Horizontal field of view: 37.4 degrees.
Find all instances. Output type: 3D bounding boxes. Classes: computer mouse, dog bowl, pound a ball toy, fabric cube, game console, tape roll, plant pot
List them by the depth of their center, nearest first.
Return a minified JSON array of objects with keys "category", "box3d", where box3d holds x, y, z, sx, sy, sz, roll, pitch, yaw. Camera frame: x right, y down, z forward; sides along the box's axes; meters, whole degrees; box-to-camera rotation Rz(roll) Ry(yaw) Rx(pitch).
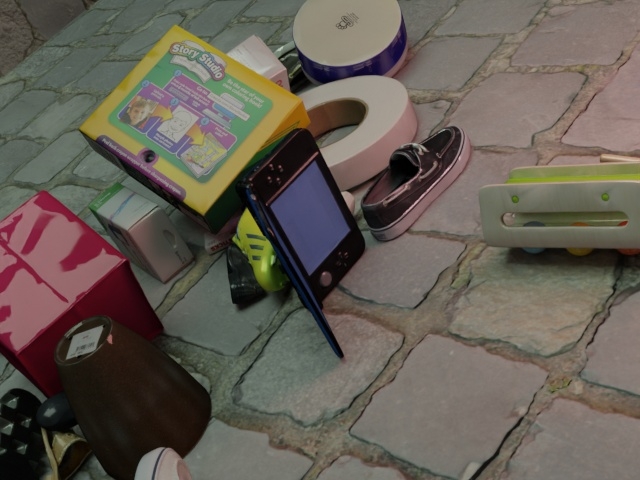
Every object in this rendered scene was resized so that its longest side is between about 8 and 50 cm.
[{"category":"pound a ball toy","box3d":[0.443,-0.053,1.490,0.319,0.135,0.208,1,18,37]},{"category":"plant pot","box3d":[-0.327,0.239,1.553,0.215,0.230,0.215,-19,35,14]},{"category":"game console","box3d":[0.000,0.000,1.571,0.173,0.293,0.250,14,52,44]},{"category":"computer mouse","box3d":[-0.402,0.261,1.675,0.071,0.041,0.242,19,31,27]},{"category":"fabric cube","box3d":[-0.491,0.114,1.750,0.258,0.254,0.259,34,65,29]},{"category":"tape roll","box3d":[0.015,-0.224,2.040,0.392,0.072,0.392,-19,33,13]},{"category":"dog bowl","box3d":[0.070,-0.481,2.236,0.265,0.104,0.265,-6,60,10]}]

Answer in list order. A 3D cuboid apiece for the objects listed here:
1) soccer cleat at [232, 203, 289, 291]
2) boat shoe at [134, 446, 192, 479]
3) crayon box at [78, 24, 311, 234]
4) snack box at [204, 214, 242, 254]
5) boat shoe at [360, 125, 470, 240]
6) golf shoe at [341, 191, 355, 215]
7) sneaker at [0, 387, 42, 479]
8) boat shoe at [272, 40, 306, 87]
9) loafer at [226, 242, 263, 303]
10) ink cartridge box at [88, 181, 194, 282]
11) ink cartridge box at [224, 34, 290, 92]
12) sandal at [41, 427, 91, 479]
[{"category":"soccer cleat","box3d":[-0.112,0.009,1.816,0.121,0.093,0.289,-17,35,11]},{"category":"boat shoe","box3d":[-0.156,0.412,1.284,0.156,0.136,0.367,-26,36,5]},{"category":"crayon box","box3d":[-0.259,-0.236,1.956,0.363,0.106,0.313,34,75,22]},{"category":"snack box","box3d":[-0.159,-0.030,1.973,0.178,0.022,0.064,-25,31,6]},{"category":"boat shoe","box3d":[0.177,-0.135,1.789,0.108,0.102,0.301,15,53,47]},{"category":"golf shoe","box3d":[0.021,-0.023,1.769,0.186,0.067,0.086,-58,10,-30]},{"category":"sneaker","box3d":[-0.562,0.419,1.615,0.146,0.122,0.330,-37,31,22]},{"category":"boat shoe","box3d":[0.020,-0.486,2.384,0.305,0.091,0.109,-29,-9,-7]},{"category":"loafer","box3d":[-0.148,0.061,1.823,0.061,0.062,0.170,-7,37,-7]},{"category":"ink cartridge box","box3d":[-0.380,-0.019,2.003,0.093,0.154,0.212,-43,36,-19]},{"category":"ink cartridge box","box3d":[-0.222,-0.294,2.170,0.306,0.226,0.131,-36,70,-11]},{"category":"sandal","box3d":[-0.425,0.371,1.608,0.079,0.088,0.240,-12,37,-10]}]
